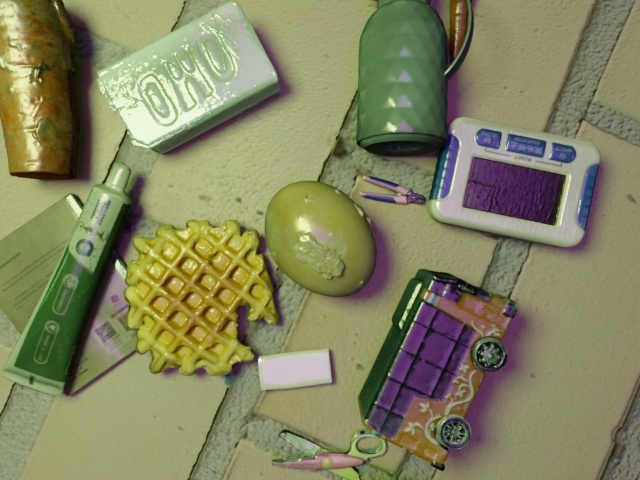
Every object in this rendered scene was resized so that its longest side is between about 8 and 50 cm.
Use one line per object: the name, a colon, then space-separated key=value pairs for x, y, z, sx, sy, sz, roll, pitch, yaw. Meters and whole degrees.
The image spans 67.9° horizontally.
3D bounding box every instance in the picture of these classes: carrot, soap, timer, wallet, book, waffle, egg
carrot: x=-0.457 y=-0.250 z=0.756 sx=0.138 sy=0.139 sz=0.302 roll=-1 pitch=95 yaw=-1
carrot: x=0.242 y=-0.405 z=0.815 sx=0.048 sy=0.048 sz=0.217 roll=7 pitch=94 yaw=-1
soap: x=-0.210 y=-0.259 z=0.777 sx=0.261 sy=0.094 sz=0.150 roll=-29 pitch=90 yaw=-2
timer: x=0.315 y=-0.095 z=0.793 sx=0.253 sy=0.078 sz=0.179 roll=13 pitch=92 yaw=1
wallet: x=-0.043 y=0.219 z=0.808 sx=0.122 sy=0.025 sz=0.061 roll=-6 pitch=91 yaw=-1
book: x=-0.423 y=0.092 z=0.804 sx=0.214 sy=0.025 sz=0.283 roll=-34 pitch=91 yaw=-2
waffle: x=-0.200 y=0.096 z=0.785 sx=0.249 sy=0.056 sz=0.262 roll=-9 pitch=92 yaw=-6
egg: x=0.000 y=-0.001 z=0.748 sx=0.164 sy=0.164 sz=0.201 roll=-43 pitch=96 yaw=-1

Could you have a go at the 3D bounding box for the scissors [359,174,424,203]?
scissors: x=0.125 y=-0.083 z=0.821 sx=0.113 sy=0.012 sz=0.039 roll=12 pitch=90 yaw=-1

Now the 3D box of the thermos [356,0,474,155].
thermos: x=0.144 y=-0.287 z=0.750 sx=0.182 sy=0.145 sz=0.287 roll=2 pitch=90 yaw=26

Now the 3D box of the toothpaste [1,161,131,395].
toothpaste: x=-0.390 y=0.057 z=0.767 sx=0.098 sy=0.061 sz=0.393 roll=23 pitch=91 yaw=-9

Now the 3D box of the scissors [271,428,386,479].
scissors: x=0.013 y=0.373 z=0.810 sx=0.187 sy=0.020 sz=0.134 roll=14 pitch=86 yaw=-3

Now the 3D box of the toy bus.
toy bus: x=0.180 y=0.187 z=0.759 sx=0.167 sy=0.138 sz=0.276 roll=26 pitch=91 yaw=1
